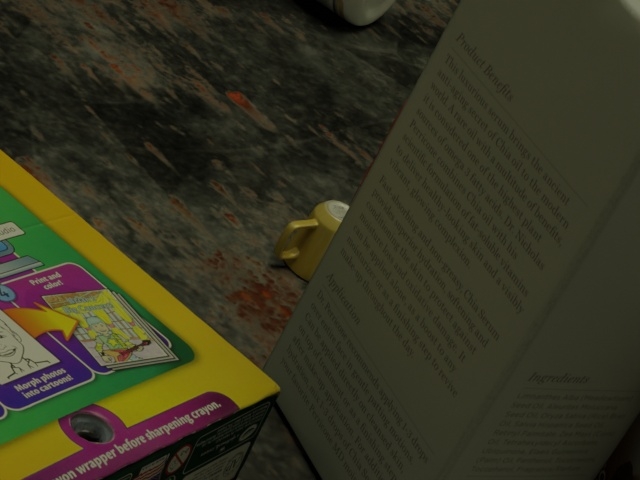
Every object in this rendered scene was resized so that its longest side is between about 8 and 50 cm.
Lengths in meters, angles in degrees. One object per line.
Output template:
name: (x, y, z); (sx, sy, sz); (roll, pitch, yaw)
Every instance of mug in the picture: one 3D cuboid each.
mug: (0.004, 0.001, 1.546); (0.062, 0.064, 0.078); (34, 29, 10)

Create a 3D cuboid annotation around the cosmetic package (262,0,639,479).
cosmetic package: (0.149, 0.008, 1.251); (0.161, 0.453, 0.230); (5, 36, -36)

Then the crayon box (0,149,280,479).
crayon box: (-0.255, 0.088, 1.136); (0.313, 0.106, 0.363); (38, 29, 20)

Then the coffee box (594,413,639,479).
coffee box: (0.287, 0.176, 1.257); (0.119, 0.297, 0.168); (16, 32, -15)

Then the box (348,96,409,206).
box: (0.148, 0.017, 1.554); (0.142, 0.154, 0.300); (13, 31, -26)

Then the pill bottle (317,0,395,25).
pill bottle: (-0.015, -0.391, 2.084); (0.264, 0.153, 0.153); (36, 29, 14)
